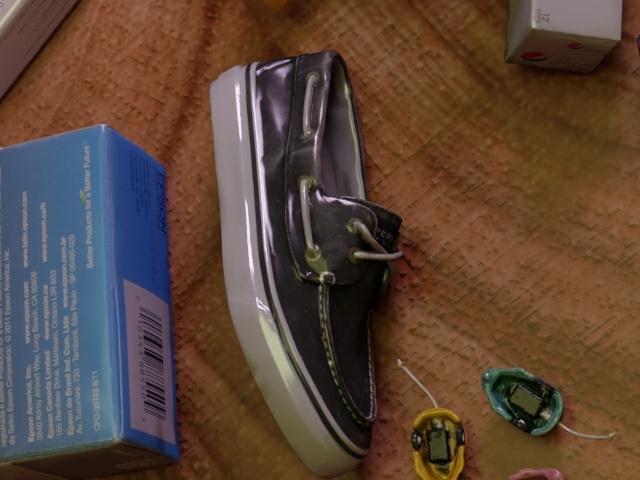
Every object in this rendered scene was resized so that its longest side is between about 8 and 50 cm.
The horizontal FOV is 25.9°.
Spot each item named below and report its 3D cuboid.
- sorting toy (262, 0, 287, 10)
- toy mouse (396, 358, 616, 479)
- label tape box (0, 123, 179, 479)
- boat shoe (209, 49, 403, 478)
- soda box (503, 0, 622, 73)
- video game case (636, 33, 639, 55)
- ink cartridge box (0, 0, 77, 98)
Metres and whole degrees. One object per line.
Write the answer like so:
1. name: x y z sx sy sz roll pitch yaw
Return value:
1. sorting toy: 0.051 -0.332 1.106 0.347 0.047 0.196 -39 104 5
2. toy mouse: 0.137 0.148 0.972 0.143 0.031 0.161 -14 70 16
3. label tape box: -0.293 0.072 1.107 0.347 0.115 0.249 -12 70 19
4. boat shoe: 0.000 0.000 1.015 0.119 0.121 0.335 -21 66 18
5. soda box: 0.184 -0.239 1.035 0.069 0.074 0.216 7 76 -7
6. video game case: 0.350 -0.068 0.955 0.210 0.042 0.232 -17 69 13
7. ink cartridge box: -0.370 -0.215 1.242 0.261 0.066 0.296 38 89 25
